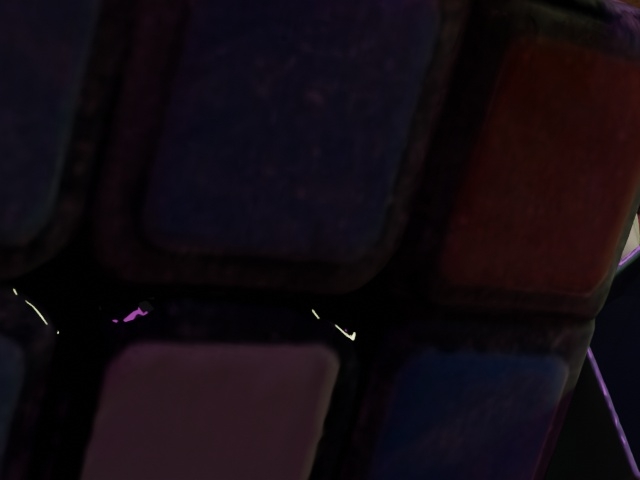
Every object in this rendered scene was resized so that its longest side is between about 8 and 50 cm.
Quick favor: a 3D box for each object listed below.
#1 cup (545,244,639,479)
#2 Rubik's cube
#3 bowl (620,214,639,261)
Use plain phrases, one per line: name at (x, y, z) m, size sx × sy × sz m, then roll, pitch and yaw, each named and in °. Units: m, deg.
cup at (0.141, 0.114, 0.592) m, size 0.148 × 0.235 × 0.134 m, roll -30°, pitch 70°, yaw -30°
Rubik's cube at (-0.131, 0.015, 0.507) m, size 0.362 × 0.363 × 0.359 m, roll 9°, pitch 12°, yaw -41°
bowl at (0.108, 0.044, 0.901) m, size 0.287 × 0.287 × 0.143 m, roll 10°, pitch 29°, yaw -18°
